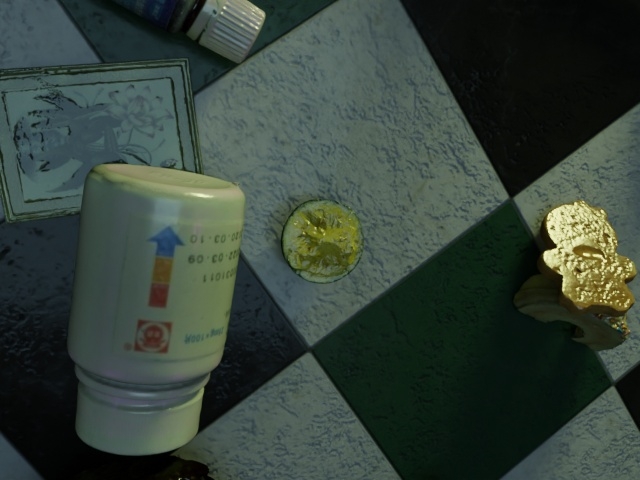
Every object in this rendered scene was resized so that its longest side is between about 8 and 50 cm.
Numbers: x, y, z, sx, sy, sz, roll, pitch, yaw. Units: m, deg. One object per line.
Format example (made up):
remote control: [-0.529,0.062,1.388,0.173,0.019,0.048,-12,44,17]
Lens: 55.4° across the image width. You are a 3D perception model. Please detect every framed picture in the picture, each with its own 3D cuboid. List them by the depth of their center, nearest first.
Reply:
framed picture: [-0.256,-0.118,0.704,0.231,0.010,0.173,-10,101,-14]

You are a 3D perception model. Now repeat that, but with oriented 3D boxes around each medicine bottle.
medicine bottle: [-0.183,0.071,0.665,0.170,0.170,0.293,7,100,-16]
medicine bottle: [-0.162,-0.274,0.670,0.203,0.083,0.083,25,91,-17]

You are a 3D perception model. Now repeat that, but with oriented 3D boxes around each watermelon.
watermelon: [0.000,0.000,0.763,0.105,0.062,0.105,0,92,-10]

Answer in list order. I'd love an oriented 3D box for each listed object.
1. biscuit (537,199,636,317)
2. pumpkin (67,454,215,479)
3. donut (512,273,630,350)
biscuit: [0.355,0.024,0.829,0.133,0.027,0.184,-6,56,-10]
pumpkin: [-0.220,0.404,0.695,0.320,0.192,0.320,-3,99,-17]
donut: [0.370,0.095,0.860,0.166,0.108,0.065,30,65,-12]
